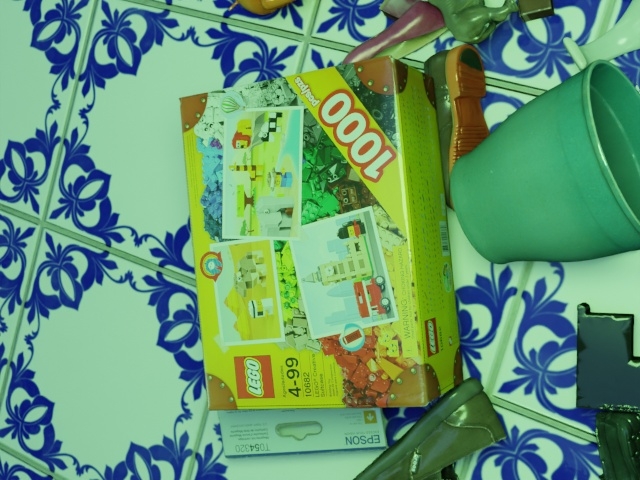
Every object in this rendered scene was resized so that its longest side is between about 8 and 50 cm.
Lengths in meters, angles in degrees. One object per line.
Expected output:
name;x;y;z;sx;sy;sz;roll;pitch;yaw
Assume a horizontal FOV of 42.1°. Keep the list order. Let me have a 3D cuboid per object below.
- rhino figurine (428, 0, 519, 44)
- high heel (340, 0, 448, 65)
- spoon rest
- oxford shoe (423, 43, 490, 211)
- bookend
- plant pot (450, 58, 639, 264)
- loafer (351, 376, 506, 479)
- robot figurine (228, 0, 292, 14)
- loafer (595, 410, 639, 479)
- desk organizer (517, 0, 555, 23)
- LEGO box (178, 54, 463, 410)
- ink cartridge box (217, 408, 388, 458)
rhino figurine;0.223;-0.413;1.348;0.106;0.073;0.243;-35;57;16
high heel;0.114;-0.299;1.414;0.117;0.082;0.244;36;97;18
spoon rest;0.496;-0.339;1.243;0.276;0.084;0.137;-28;79;8
oxford shoe;0.216;-0.178;1.368;0.098;0.097;0.271;-1;88;48
bookend;0.467;0.175;1.247;0.156;0.072;0.157;0;89;24
plant pot;0.343;-0.084;1.217;0.255;0.272;0.271;-23;80;38
loafer;0.157;0.386;1.355;0.130;0.134;0.366;47;108;18
robot figurine;-0.073;-0.481;1.466;0.219;0.128;0.158;-24;87;23
loafer;0.463;0.364;1.256;0.078;0.076;0.223;-7;94;60
desk organizer;0.336;-0.419;1.324;0.050;0.047;0.130;-9;86;22
LEGO box;0.000;0.000;1.317;0.373;0.193;0.500;-7;88;25
ink cartridge box;-0.044;0.211;1.486;0.324;0.071;0.330;-9;89;23
